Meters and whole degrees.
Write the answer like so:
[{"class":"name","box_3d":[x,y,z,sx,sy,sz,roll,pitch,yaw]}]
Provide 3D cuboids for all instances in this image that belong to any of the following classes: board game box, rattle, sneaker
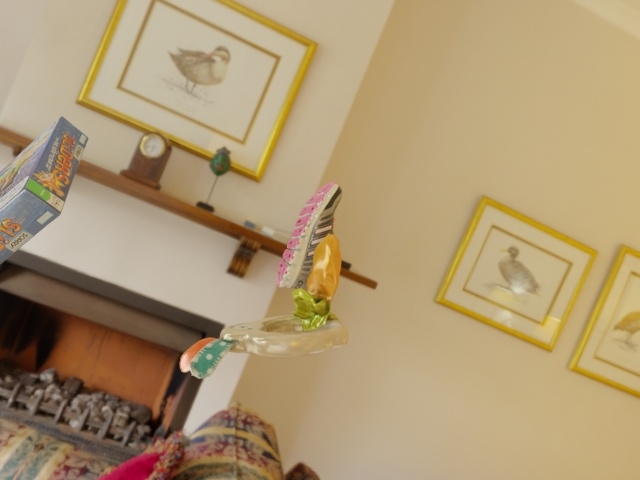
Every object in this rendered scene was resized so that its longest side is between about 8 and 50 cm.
[{"class":"board game box","box_3d":[-0.314,-0.019,0.508,0.035,0.201,0.136,44,20,-35]},{"class":"rattle","box_3d":[-0.070,0.078,0.639,0.199,0.143,0.130,-2,20,-9]},{"class":"sneaker","box_3d":[0.000,0.000,0.767,0.074,0.170,0.063,27,-11,-19]}]
